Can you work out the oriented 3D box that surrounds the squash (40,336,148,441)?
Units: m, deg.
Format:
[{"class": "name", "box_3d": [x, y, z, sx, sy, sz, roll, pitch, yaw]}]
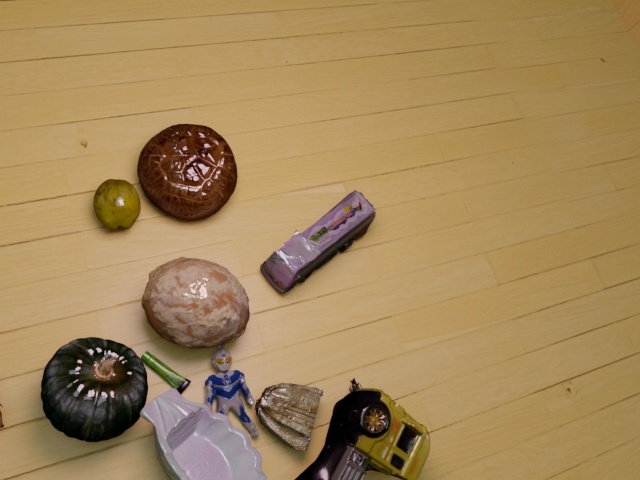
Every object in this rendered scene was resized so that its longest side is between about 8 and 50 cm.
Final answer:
[{"class": "squash", "box_3d": [-0.457, 0.298, 1.196, 0.218, 0.172, 0.218, 5, 58, -8]}]

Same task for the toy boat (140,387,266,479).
[{"class": "toy boat", "box_3d": [-0.247, 0.438, 1.198, 0.290, 0.100, 0.199, 45, 25, 10]}]

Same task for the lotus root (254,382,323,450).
[{"class": "lotus root", "box_3d": [-0.077, 0.384, 1.334, 0.144, 0.070, 0.143, 28, 69, -9]}]

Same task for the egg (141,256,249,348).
[{"class": "egg", "box_3d": [-0.274, 0.141, 1.306, 0.245, 0.203, 0.203, 25, 63, -16]}]

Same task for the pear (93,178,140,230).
[{"class": "pear", "box_3d": [-0.479, -0.087, 1.389, 0.107, 0.107, 0.131, 0, 72, -17]}]

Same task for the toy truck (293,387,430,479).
[{"class": "toy truck", "box_3d": [0.074, 0.530, 1.242, 0.254, 0.181, 0.405, 36, 69, -12]}]

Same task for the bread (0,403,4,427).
[{"class": "bread", "box_3d": [-0.748, 0.299, 1.120, 0.204, 0.163, 0.262, -33, 123, -27]}]

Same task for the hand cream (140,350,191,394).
[{"class": "hand cream", "box_3d": [-0.348, 0.293, 1.315, 0.122, 0.023, 0.036, 38, 73, 1]}]

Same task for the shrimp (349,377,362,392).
[{"class": "shrimp", "box_3d": [0.123, 0.397, 1.410, 0.091, 0.034, 0.161, -24, 85, -27]}]

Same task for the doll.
[{"class": "doll", "box_3d": [-0.211, 0.338, 1.320, 0.114, 0.057, 0.227, -12, 75, -16]}]

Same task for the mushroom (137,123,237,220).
[{"class": "mushroom", "box_3d": [-0.327, -0.175, 1.451, 0.253, 0.153, 0.253, 2, 71, -6]}]

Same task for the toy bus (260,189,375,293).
[{"class": "toy bus", "box_3d": [0.000, 0.000, 1.477, 0.317, 0.138, 0.112, -39, 82, -28]}]
